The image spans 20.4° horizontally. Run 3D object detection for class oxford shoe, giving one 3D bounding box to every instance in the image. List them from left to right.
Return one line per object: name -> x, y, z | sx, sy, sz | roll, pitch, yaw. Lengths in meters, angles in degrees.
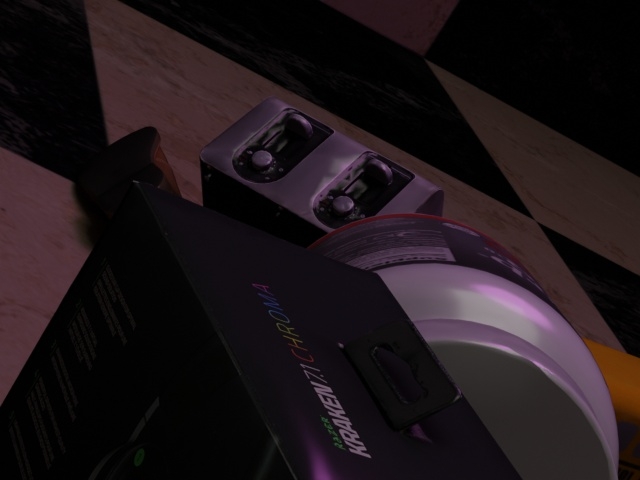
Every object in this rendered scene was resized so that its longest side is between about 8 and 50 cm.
oxford shoe -> -0.147, -0.034, 1.449 | 0.076, 0.076, 0.212 | 59, 2, -24

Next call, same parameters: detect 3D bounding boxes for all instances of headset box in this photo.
headset box -> -0.046, 0.149, 0.670 | 0.131, 0.283, 0.246 | 22, 18, -31

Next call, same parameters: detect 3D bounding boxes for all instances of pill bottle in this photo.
pill bottle -> 0.058, 0.107, 1.034 | 0.210, 0.210, 0.363 | 31, 7, -5

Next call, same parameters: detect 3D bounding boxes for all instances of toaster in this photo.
toaster -> 0.000, 0.000, 1.386 | 0.168, 0.185, 0.110 | 30, 57, 23

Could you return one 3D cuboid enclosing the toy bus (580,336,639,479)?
toy bus -> 0.137, 0.128, 1.353 | 0.333, 0.130, 0.108 | 20, 20, -37
